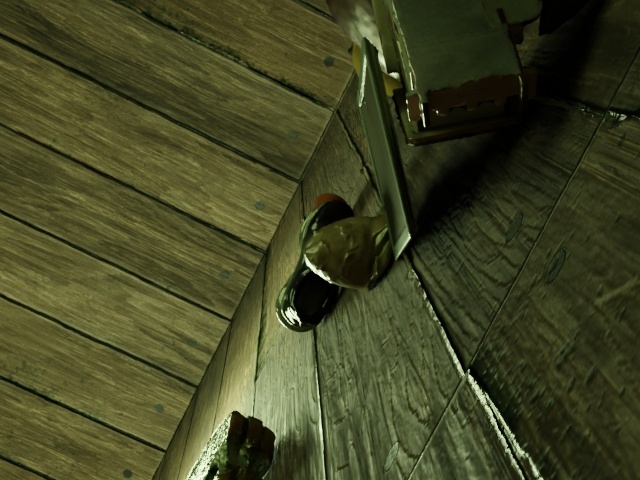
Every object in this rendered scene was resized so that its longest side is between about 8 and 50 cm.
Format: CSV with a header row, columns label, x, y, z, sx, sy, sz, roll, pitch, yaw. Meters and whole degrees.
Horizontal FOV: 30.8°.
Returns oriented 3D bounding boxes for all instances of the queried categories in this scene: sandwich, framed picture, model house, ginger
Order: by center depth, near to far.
label,x,y,z,sx,sy,sz,roll,pitch,yaw
model house,0.142,-0.228,1.231,0.244,0.169,0.326,77,180,-63
framed picture,0.081,-0.100,1.407,0.296,0.019,0.232,84,173,-85
ginger,0.037,0.013,1.646,0.193,0.122,0.115,130,145,-86
sandwich,-0.156,0.404,1.728,0.249,0.095,0.273,-62,8,23

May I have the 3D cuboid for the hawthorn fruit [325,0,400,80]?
label,x,y,z,sx,sy,sz,roll,pitch,yaw
hawthorn fruit,0.137,-0.372,1.544,0.308,0.308,0.325,-104,30,-80

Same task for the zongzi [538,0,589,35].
label,x,y,z,sx,sy,sz,roll,pitch,yaw
zongzi,0.276,-0.311,1.162,0.160,0.078,0.176,-61,-5,-32

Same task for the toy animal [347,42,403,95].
label,x,y,z,sx,sy,sz,roll,pitch,yaw
toy animal,0.140,-0.360,2.045,0.195,0.169,0.281,-31,-11,-30

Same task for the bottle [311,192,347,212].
label,x,y,z,sx,sy,sz,roll,pitch,yaw
bottle,0.000,0.000,2.153,0.069,0.069,0.187,124,168,-52

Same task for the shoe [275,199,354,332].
label,x,y,z,sx,sy,sz,roll,pitch,yaw
shoe,0.004,0.047,1.877,0.112,0.099,0.227,-151,83,-77
